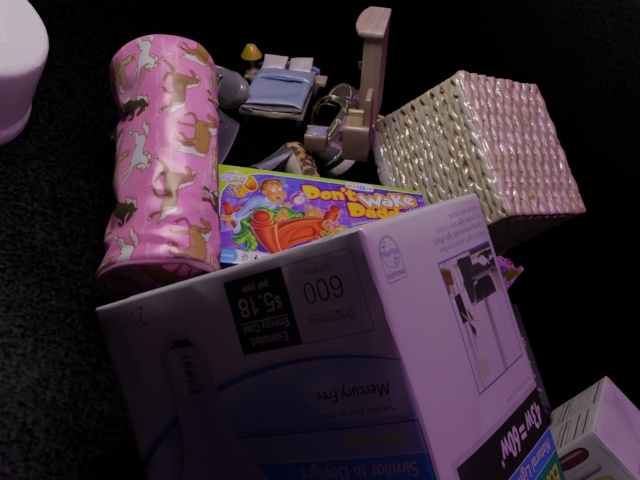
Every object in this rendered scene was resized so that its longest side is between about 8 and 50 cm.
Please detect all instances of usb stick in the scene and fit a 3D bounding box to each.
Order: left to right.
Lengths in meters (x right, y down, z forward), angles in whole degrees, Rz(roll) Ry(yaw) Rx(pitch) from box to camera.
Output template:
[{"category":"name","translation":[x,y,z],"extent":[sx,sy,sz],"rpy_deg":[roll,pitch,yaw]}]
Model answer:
[{"category":"usb stick","translation":[0.398,0.233,1.444],"extent":[0.077,0.045,0.278],"rpy_deg":[26,37,-26]}]

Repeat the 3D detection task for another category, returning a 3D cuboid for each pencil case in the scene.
[{"category":"pencil case","translation":[-0.217,-0.094,0.982],"extent":[0.160,0.167,0.386],"rpy_deg":[0,60,-12]}]

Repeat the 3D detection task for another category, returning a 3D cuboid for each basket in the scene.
[{"category":"basket","translation":[0.324,-0.140,1.502],"extent":[0.328,0.266,0.331],"rpy_deg":[-4,73,-43]}]

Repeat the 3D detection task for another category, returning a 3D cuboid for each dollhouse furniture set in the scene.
[{"category":"dollhouse furniture set","translation":[-0.035,-0.321,1.374],"extent":[0.303,0.198,0.286],"rpy_deg":[7,37,7]}]

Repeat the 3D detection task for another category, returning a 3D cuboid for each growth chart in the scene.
[{"category":"growth chart","translation":[0.368,0.021,1.672],"extent":[0.237,0.021,0.172],"rpy_deg":[45,34,3]}]

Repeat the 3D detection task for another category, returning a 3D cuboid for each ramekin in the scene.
[{"category":"ramekin","translation":[-0.502,-0.262,0.950],"extent":[0.277,0.135,0.277],"rpy_deg":[28,36,-23]}]

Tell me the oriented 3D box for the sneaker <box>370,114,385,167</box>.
[{"category":"sneaker","translation":[0.134,-0.231,1.661],"extent":[0.094,0.081,0.208],"rpy_deg":[27,30,-9]}]

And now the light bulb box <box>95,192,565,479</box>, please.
[{"category":"light bulb box","translation":[0.012,0.181,0.712],"extent":[0.225,0.358,0.361],"rpy_deg":[-17,89,-53]}]

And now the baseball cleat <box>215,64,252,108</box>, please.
[{"category":"baseball cleat","translation":[-0.220,-0.294,1.300],"extent":[0.206,0.072,0.109],"rpy_deg":[27,10,37]}]

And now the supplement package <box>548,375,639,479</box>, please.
[{"category":"supplement package","translation":[0.540,0.422,1.293],"extent":[0.262,0.145,0.204],"rpy_deg":[47,33,6]}]

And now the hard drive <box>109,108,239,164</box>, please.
[{"category":"hard drive","translation":[-0.242,-0.172,1.201],"extent":[0.172,0.054,0.255],"rpy_deg":[35,34,-13]}]

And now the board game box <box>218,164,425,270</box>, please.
[{"category":"board game box","translation":[0.000,0.000,1.118],"extent":[0.347,0.078,0.233],"rpy_deg":[7,40,-10]}]

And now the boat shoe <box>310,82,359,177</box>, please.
[{"category":"boat shoe","translation":[0.031,-0.258,1.531],"extent":[0.091,0.109,0.305],"rpy_deg":[44,33,-28]}]

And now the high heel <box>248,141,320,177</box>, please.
[{"category":"high heel","translation":[0.009,-0.084,1.335],"extent":[0.261,0.093,0.186],"rpy_deg":[41,35,6]}]
